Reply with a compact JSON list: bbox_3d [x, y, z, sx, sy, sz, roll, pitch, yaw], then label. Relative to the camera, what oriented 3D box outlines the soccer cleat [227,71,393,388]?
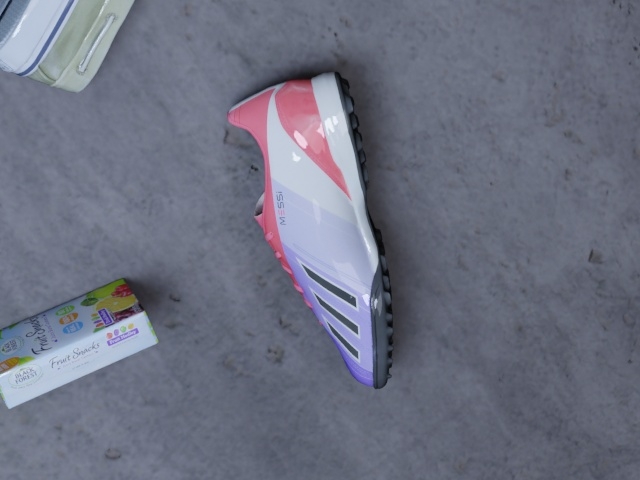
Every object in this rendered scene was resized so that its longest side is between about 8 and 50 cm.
[{"bbox_3d":[0.000,0.000,1.207,0.116,0.108,0.318,-11,111,4],"label":"soccer cleat"}]

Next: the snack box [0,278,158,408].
[{"bbox_3d":[-0.226,0.090,1.136,0.141,0.100,0.037,-24,112,-13],"label":"snack box"}]

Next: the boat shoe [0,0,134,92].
[{"bbox_3d":[-0.176,-0.265,1.068,0.094,0.109,0.302,26,104,-40],"label":"boat shoe"}]
